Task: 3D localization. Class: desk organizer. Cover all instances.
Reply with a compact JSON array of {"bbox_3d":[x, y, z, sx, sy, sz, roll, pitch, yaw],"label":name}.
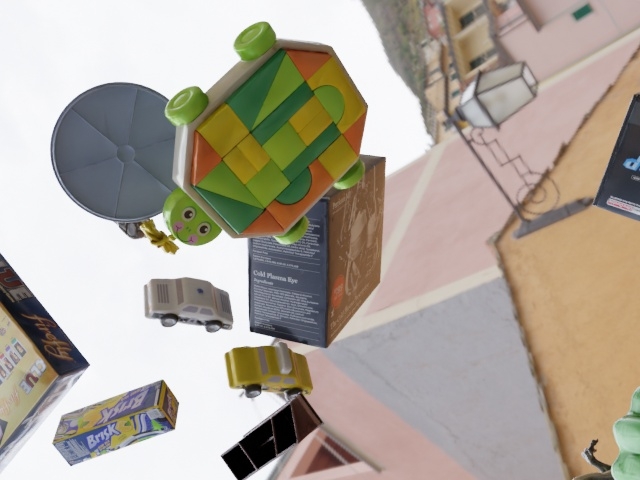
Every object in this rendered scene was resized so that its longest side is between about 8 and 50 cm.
[{"bbox_3d":[-0.060,0.238,0.786,0.047,0.130,0.050,52,-145,9],"label":"desk organizer"}]

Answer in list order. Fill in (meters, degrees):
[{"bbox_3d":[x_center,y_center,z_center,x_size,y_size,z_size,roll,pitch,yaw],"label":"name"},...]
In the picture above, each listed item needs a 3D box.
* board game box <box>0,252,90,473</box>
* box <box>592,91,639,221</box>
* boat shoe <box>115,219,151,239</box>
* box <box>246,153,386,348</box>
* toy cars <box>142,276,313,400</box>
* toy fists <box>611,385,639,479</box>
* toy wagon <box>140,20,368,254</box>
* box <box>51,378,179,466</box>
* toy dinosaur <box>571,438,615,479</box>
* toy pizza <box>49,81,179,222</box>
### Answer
[{"bbox_3d":[-0.352,0.144,0.647,0.165,0.243,0.042,47,-161,11],"label":"board game box"},{"bbox_3d":[0.523,-0.095,0.919,0.220,0.175,0.051,25,-152,27],"label":"box"},{"bbox_3d":[-0.437,-0.071,1.458,0.190,0.068,0.072,47,-157,16],"label":"boat shoe"},{"bbox_3d":[0.000,0.000,1.378,0.343,0.179,0.312,-41,-45,-59],"label":"box"},{"bbox_3d":[-0.168,0.181,1.294,0.394,0.087,0.176,39,-145,1],"label":"toy cars"},{"bbox_3d":[0.352,0.133,0.561,0.142,0.096,0.279,27,-97,2],"label":"toy fists"},{"bbox_3d":[-0.087,-0.103,0.876,0.344,0.068,0.267,-46,-50,-7],"label":"toy wagon"},{"bbox_3d":[-0.292,0.262,0.946,0.059,0.169,0.054,-99,-12,-60],"label":"box"},{"bbox_3d":[0.457,0.342,0.975,0.269,0.064,0.118,1,-150,-4],"label":"toy dinosaur"},{"bbox_3d":[-0.282,-0.126,0.950,0.202,0.032,0.201,-4,-78,-18],"label":"toy pizza"}]
